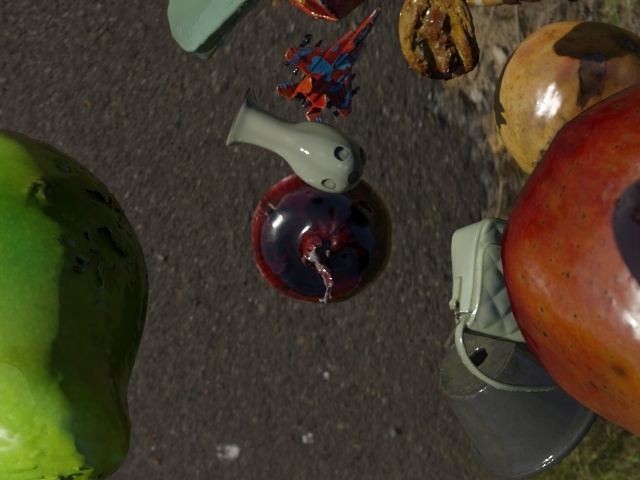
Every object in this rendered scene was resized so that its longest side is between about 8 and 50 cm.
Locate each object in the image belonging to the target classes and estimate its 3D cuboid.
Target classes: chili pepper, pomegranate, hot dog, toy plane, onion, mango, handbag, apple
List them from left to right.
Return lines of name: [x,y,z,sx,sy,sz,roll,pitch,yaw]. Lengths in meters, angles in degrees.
mango: [-0.145,0.031,0.474,0.125,0.233,0.111,-25,140,-14]
onion: [0.000,0.000,1.765,0.273,0.285,0.273,1,106,5]
toy plane: [0.023,-0.252,1.310,0.130,0.061,0.189,42,73,-25]
chili pepper: [0.041,-0.335,1.141,0.192,0.084,0.086,-46,106,-21]
hot dog: [0.092,-0.156,0.725,0.058,0.035,0.083,-5,136,20]
handbag: [0.283,0.096,1.271,0.256,0.219,0.079,13,162,-28]
pomegranate: [0.411,-0.215,1.491,0.281,0.281,0.281,2,117,4]
apple: [0.361,0.020,0.956,0.295,0.365,0.328,-6,137,-24]

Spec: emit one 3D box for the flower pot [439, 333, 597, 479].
flower pot: [0.301,0.231,1.517,0.166,0.269,0.269,40,113,-18]

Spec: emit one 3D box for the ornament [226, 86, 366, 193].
ornament: [-0.022,-0.109,1.065,0.156,0.081,0.074,24,108,-1]

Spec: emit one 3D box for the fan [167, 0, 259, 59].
fan: [0.000,-0.134,0.368,0.193,0.016,0.038,-31,75,38]

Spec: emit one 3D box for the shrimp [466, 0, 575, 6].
shrimp: [0.256,-0.301,1.063,0.195,0.148,0.035,14,128,50]
